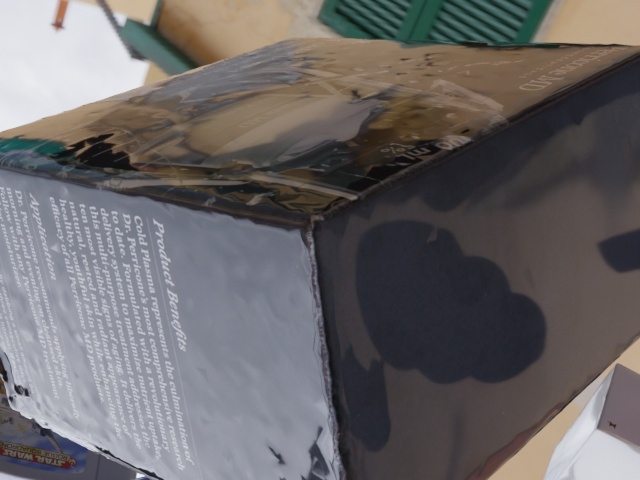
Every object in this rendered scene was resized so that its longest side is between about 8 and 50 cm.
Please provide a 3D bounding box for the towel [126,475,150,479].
[{"bbox_3d":[-0.219,0.393,0.935,0.040,0.243,0.336,44,-143,-46],"label":"towel"}]

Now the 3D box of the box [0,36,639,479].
[{"bbox_3d":[0.000,0.000,0.923,0.471,0.298,0.479,13,-150,41],"label":"box"}]

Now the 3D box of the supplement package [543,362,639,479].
[{"bbox_3d":[0.333,0.246,1.102,0.105,0.179,0.105,27,-135,9],"label":"supplement package"}]

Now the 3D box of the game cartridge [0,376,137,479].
[{"bbox_3d":[-0.393,0.256,1.356,0.297,0.062,0.198,17,-141,-20],"label":"game cartridge"}]
